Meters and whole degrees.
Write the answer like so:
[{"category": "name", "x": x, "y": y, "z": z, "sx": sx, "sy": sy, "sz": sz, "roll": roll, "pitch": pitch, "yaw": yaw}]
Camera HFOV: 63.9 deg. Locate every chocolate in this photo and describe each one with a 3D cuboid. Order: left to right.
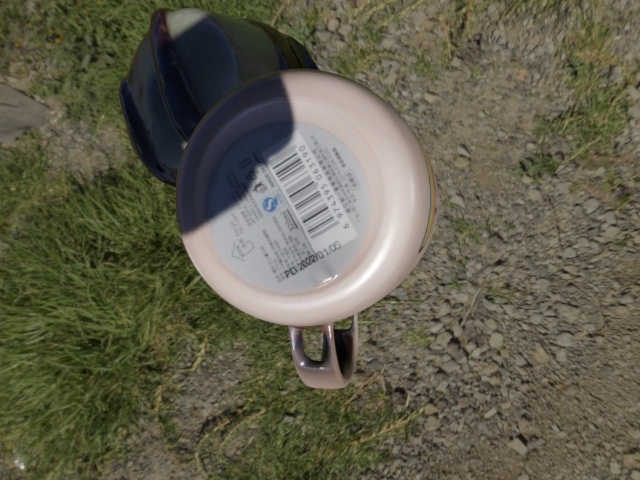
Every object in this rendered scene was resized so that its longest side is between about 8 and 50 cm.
[{"category": "chocolate", "x": -0.155, "y": -0.179, "z": 0.707, "sx": 0.283, "sy": 0.186, "sz": 0.284, "roll": 5, "pitch": 99, "yaw": 32}]

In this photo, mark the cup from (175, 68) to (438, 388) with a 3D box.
[{"category": "cup", "x": 0.000, "y": 0.000, "z": 0.420, "sx": 0.191, "sy": 0.200, "sz": 0.253, "roll": 0, "pitch": 94, "yaw": 12}]
